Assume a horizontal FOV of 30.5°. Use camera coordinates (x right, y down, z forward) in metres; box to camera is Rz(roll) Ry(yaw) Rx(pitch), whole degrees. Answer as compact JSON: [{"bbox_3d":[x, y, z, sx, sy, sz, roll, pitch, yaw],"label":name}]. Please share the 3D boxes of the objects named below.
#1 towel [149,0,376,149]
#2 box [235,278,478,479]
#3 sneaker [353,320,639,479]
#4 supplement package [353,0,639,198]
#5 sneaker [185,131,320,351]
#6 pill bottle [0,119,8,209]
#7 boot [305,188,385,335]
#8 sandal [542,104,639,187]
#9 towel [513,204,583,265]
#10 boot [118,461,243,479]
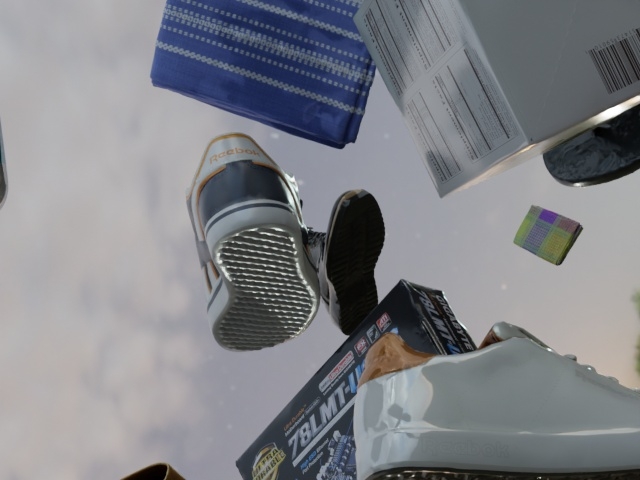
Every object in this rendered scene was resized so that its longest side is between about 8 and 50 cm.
[{"bbox_3d":[-0.030,-0.286,1.229,0.040,0.243,0.336,-30,-42,-75],"label":"towel"},{"bbox_3d":[0.065,0.240,1.112,0.073,0.293,0.295,20,-60,-39],"label":"box"},{"bbox_3d":[0.164,0.106,0.748,0.106,0.290,0.123,116,158,-52],"label":"sneaker"},{"bbox_3d":[0.177,-0.180,0.999,0.198,0.199,0.263,64,169,2],"label":"supplement package"},{"bbox_3d":[-0.069,0.007,1.222,0.321,0.126,0.127,96,161,-62],"label":"sneaker"},{"bbox_3d":[-0.289,-0.091,0.779,0.146,0.146,0.264,-4,-95,-72],"label":"pill bottle"},{"bbox_3d":[0.000,0.000,1.317,0.077,0.137,0.198,-24,-42,-29],"label":"boot"},{"bbox_3d":[0.428,-0.241,1.394,0.107,0.446,0.167,30,-153,-44],"label":"sandal"},{"bbox_3d":[0.282,-0.007,1.456,0.009,0.083,0.060,28,-89,-44],"label":"towel"},{"bbox_3d":[-0.150,0.332,1.446,0.295,0.104,0.211,-35,-43,-19],"label":"boot"}]
